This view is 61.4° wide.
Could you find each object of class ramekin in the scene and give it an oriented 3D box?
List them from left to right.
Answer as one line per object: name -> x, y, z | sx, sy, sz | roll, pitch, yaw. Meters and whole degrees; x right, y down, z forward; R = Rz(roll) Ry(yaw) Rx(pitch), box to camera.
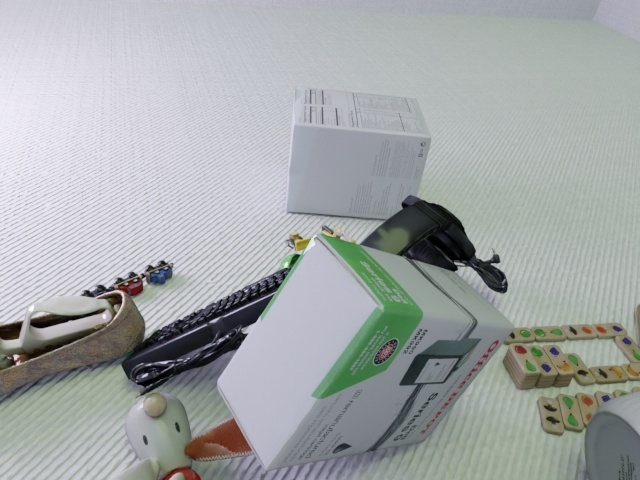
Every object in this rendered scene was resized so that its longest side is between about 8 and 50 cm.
ramekin -> 0.391, 0.266, 0.604 | 0.109, 0.207, 0.207 | -6, 38, -4

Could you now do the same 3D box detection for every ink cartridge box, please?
ink cartridge box -> 0.066, 0.130, 0.620 | 0.289, 0.211, 0.121 | 14, 25, -46

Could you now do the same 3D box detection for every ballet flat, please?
ballet flat -> -0.394, 0.131, 0.705 | 0.316, 0.106, 0.107 | -17, 44, -29

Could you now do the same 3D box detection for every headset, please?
headset -> 0.154, 0.061, 0.814 | 0.185, 0.243, 0.394 | 42, 30, 21

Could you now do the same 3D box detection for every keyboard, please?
keyboard -> -0.125, 0.101, 0.679 | 0.317, 0.033, 0.201 | -27, 15, 18

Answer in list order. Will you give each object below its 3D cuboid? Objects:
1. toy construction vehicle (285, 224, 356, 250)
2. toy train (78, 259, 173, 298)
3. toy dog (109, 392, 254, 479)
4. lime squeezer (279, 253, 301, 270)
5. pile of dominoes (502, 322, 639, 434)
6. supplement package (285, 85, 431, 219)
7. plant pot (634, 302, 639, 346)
toy construction vehicle -> 0.000, 0.000, 0.915 | 0.086, 0.035, 0.098 | -16, 30, -31
toy train -> -0.305, 0.071, 0.867 | 0.158, 0.027, 0.036 | -24, 51, -35
toy dog -> -0.120, 0.269, 0.530 | 0.334, 0.160, 0.220 | 28, 41, 24
lime squeezer -> 0.002, 0.040, 0.914 | 0.311, 0.058, 0.110 | -14, -1, -31
pile of dominoes -> 0.415, 0.194, 0.831 | 0.252, 0.040, 0.195 | -1, 38, -12
supplement package -> 0.067, -0.183, 1.126 | 0.263, 0.199, 0.198 | 5, 37, -5
plant pot -> 0.608, 0.135, 0.899 | 0.096, 0.109, 0.109 | 28, 40, 6
